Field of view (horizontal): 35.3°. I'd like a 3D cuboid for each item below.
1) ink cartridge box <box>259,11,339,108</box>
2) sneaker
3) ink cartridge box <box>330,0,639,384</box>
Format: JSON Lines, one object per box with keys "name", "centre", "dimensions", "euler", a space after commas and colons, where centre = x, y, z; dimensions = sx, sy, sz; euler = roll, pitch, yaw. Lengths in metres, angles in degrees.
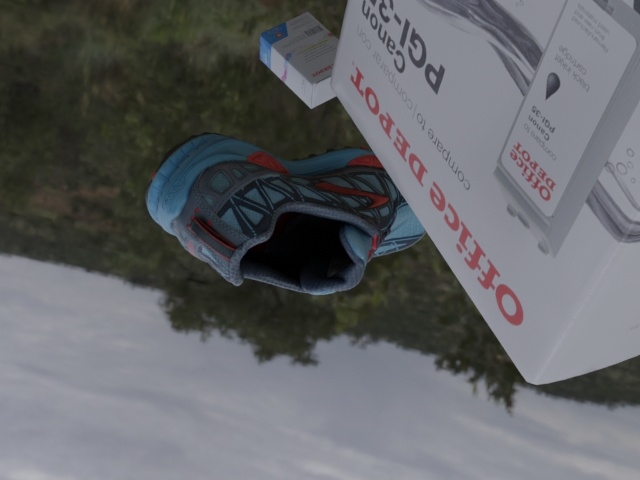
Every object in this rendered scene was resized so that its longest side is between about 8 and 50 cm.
{"name": "ink cartridge box", "centre": [-0.015, -0.251, 1.399], "dimensions": [0.122, 0.088, 0.052], "euler": [46, 152, 27]}
{"name": "sneaker", "centre": [0.000, 0.000, 0.748], "dimensions": [0.262, 0.104, 0.125], "euler": [0, -143, -43]}
{"name": "ink cartridge box", "centre": [0.116, -0.105, 0.394], "dimensions": [0.117, 0.207, 0.283], "euler": [-16, 146, -22]}
